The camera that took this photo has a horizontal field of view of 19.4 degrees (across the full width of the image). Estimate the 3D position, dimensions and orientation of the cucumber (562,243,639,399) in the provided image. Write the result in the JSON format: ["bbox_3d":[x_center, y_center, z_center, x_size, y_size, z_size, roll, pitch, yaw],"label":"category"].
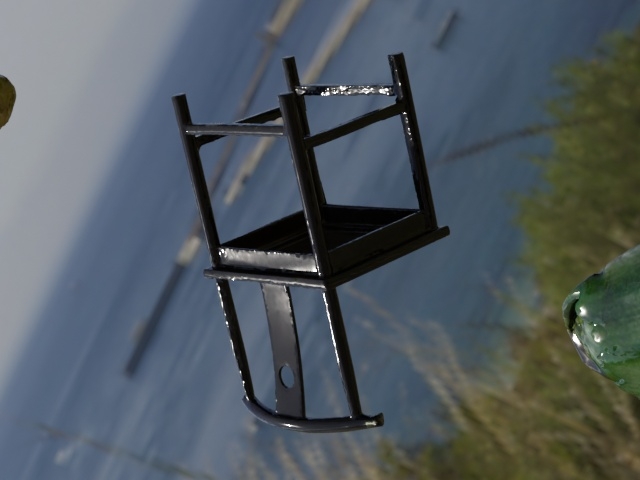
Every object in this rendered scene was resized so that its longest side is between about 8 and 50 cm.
[{"bbox_3d":[0.307,0.029,1.157,0.145,0.325,0.105,48,-152,-57],"label":"cucumber"}]

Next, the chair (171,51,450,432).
[{"bbox_3d":[0.000,0.000,1.424,0.141,0.260,0.154,-24,18,-38],"label":"chair"}]

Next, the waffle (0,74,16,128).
[{"bbox_3d":[-0.343,-0.080,1.185,0.329,0.329,0.062,-80,-8,-67],"label":"waffle"}]
